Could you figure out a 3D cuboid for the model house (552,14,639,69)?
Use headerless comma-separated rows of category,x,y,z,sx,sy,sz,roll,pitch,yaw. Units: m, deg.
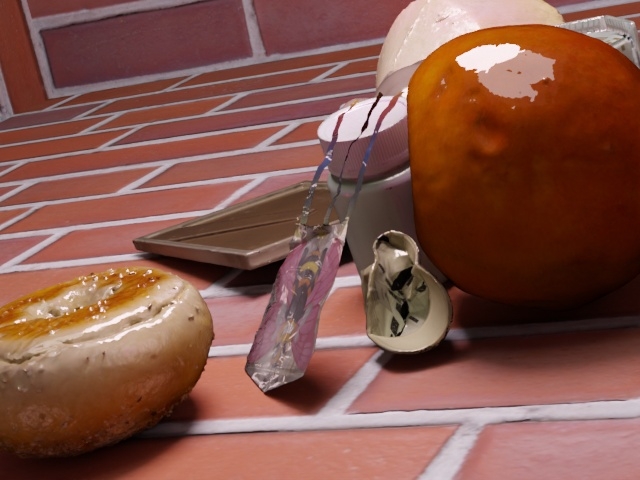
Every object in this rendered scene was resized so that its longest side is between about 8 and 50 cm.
model house,0.365,-0.178,2.128,0.215,0.224,0.198,-29,21,-31

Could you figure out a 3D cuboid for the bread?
bread,-0.262,0.136,1.623,0.306,0.158,0.305,-9,17,3

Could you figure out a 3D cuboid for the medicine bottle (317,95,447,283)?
medicine bottle,0.087,-0.052,1.852,0.139,0.225,0.139,-17,25,8

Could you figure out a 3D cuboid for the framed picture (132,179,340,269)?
framed picture,-0.059,-0.030,2.229,0.326,0.028,0.446,-20,11,-24

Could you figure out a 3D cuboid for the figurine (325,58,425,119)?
figurine,0.205,-0.117,1.972,0.248,0.203,0.381,-23,42,-40

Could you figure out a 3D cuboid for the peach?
peach,0.250,-0.081,1.660,0.302,0.342,0.343,-5,16,5

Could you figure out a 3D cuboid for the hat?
hat,0.103,0.068,1.665,0.122,0.081,0.166,-57,30,-1

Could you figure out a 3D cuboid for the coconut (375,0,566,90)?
coconut,0.225,-0.233,2.308,0.310,0.297,0.297,-15,13,-35

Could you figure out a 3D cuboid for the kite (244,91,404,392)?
kite,-0.003,-0.001,1.662,0.022,0.360,0.204,24,-12,-20
